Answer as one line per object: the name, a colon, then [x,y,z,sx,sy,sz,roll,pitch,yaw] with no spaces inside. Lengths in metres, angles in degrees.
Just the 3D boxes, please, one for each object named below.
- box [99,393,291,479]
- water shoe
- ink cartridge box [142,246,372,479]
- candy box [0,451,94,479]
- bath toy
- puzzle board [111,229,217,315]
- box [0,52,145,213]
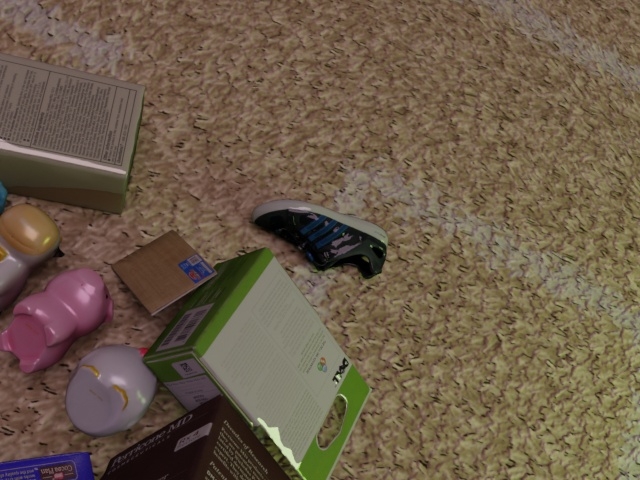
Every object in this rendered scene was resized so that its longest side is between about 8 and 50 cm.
box: [-0.134,0.303,0.775,0.168,0.203,0.167,-33,104,13]
water shoe: [0.000,0.000,1.070,0.203,0.073,0.080,13,67,-12]
ink cartridge box: [-0.067,0.168,0.946,0.255,0.097,0.189,55,41,-20]
candy box: [-0.320,0.379,0.704,0.268,0.122,0.317,14,52,-57]
bath toy: [-0.319,0.076,0.914,0.348,0.129,0.151,45,106,6]
puzzle board: [-0.202,0.039,0.978,0.096,0.011,0.128,-32,42,-20]
box: [-0.395,-0.147,0.977,0.311,0.121,0.148,12,65,-13]
